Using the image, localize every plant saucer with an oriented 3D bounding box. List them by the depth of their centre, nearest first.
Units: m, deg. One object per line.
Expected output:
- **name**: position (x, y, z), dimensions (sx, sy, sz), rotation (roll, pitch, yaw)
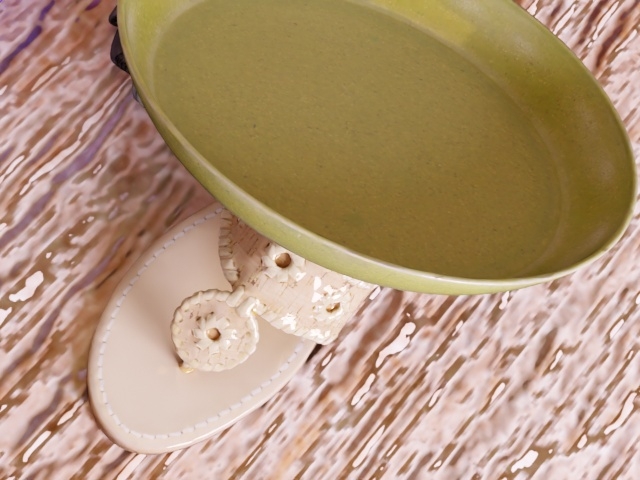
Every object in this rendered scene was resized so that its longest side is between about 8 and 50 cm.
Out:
- **plant saucer**: position (0.022, -0.057, 0.760), dimensions (0.241, 0.037, 0.241), rotation (16, 39, -14)

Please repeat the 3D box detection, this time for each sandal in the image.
- **sandal**: position (-0.004, -0.005, 0.767), dimensions (0.240, 0.079, 0.088), rotation (-37, 81, -25)

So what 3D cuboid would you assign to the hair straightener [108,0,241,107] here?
- **hair straightener**: position (-0.028, -0.151, 0.840), dimensions (0.089, 0.047, 0.230), rotation (27, 64, -3)
